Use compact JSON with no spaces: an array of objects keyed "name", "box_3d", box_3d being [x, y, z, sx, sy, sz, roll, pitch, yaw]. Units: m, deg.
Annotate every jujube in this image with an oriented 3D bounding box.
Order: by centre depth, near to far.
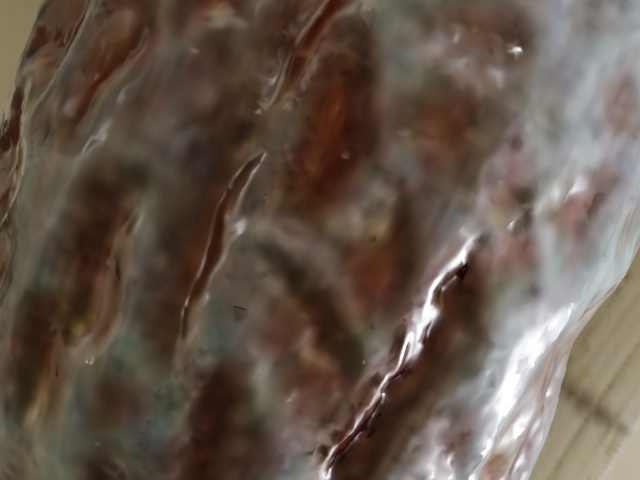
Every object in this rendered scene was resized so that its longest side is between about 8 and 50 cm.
[{"name":"jujube","box_3d":[-0.008,-0.003,0.545,0.215,0.246,0.308,25,-99,12]}]
